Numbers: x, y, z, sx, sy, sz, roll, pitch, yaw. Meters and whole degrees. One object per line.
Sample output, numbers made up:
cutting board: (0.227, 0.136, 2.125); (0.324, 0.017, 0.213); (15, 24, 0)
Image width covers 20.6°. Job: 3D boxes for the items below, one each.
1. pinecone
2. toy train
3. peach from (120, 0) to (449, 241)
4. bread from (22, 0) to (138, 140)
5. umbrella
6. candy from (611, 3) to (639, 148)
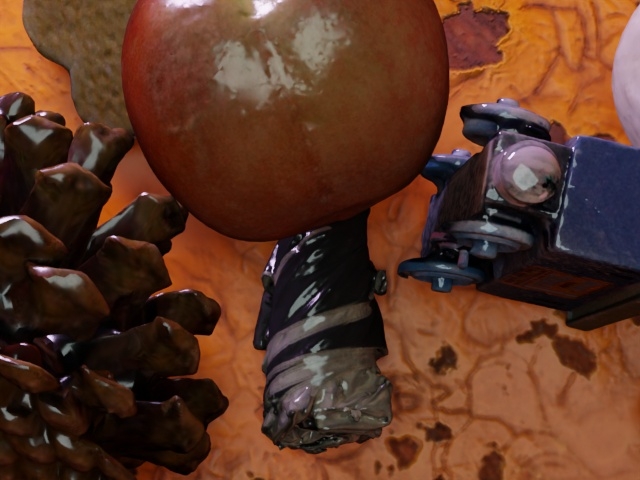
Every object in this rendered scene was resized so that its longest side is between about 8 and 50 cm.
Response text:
pinecone: (-0.239, 0.062, 1.379); (0.384, 0.384, 0.384); (0, 82, 1)
toy train: (0.178, -0.016, 1.385); (0.202, 0.299, 0.131); (13, 81, -6)
peach: (-0.023, -0.120, 1.346); (0.252, 0.252, 0.252); (0, 82, 1)
bread: (-0.161, -0.208, 1.503); (0.207, 0.056, 0.286); (-6, 96, 27)
umbrella: (0.005, 0.001, 1.494); (0.113, 0.106, 0.357); (3, 74, -8)
candy: (0.391, -0.128, 1.450); (0.295, 0.185, 0.295); (0, 87, 3)
